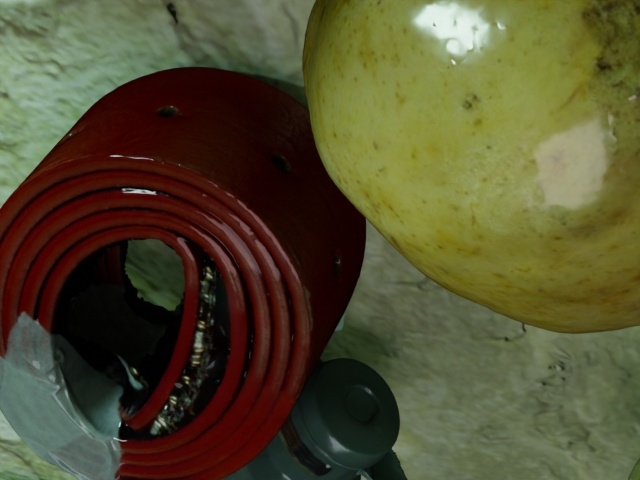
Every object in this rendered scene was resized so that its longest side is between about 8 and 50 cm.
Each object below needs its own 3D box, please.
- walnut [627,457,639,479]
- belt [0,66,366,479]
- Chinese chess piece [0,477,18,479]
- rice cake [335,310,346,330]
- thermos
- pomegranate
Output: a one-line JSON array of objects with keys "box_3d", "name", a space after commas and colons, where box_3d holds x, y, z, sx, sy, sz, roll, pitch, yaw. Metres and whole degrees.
[{"box_3d": [0.349, 0.204, 1.145, 0.282, 0.227, 0.283, 1, 99, 4], "name": "walnut"}, {"box_3d": [-0.106, 0.036, 1.100, 0.227, 0.115, 0.324, 34, 132, 0], "name": "belt"}, {"box_3d": [-0.274, 0.316, 1.542, 0.250, 0.097, 0.251, 8, 141, 6], "name": "Chinese chess piece"}, {"box_3d": [0.000, 0.000, 1.135, 0.042, 0.030, 0.180, 4, 141, 3], "name": "rice cake"}, {"box_3d": [-0.059, 0.167, 1.283, 0.182, 0.145, 0.286, 52, 133, 4], "name": "thermos"}, {"box_3d": [0.122, -0.076, 0.849, 0.260, 0.260, 0.260, 7, 141, 6], "name": "pomegranate"}]
